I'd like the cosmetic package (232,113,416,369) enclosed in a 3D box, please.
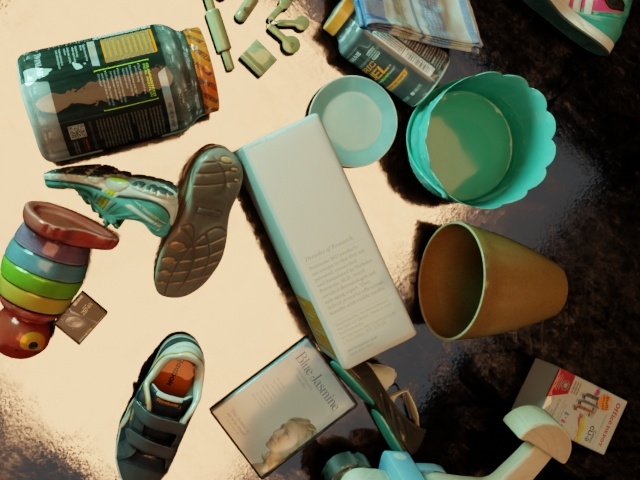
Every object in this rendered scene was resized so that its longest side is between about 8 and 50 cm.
[{"bbox_3d":[0.000,0.000,1.800,0.161,0.230,0.453,-25,96,-9],"label":"cosmetic package"}]

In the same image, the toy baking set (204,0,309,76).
[{"bbox_3d":[-0.135,-0.459,1.860,0.196,0.030,0.256,-23,97,-13],"label":"toy baking set"}]

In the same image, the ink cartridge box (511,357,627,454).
[{"bbox_3d":[0.526,0.350,1.972,0.176,0.127,0.128,26,87,-12],"label":"ink cartridge box"}]

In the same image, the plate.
[{"bbox_3d":[0.065,-0.243,1.908,0.188,0.024,0.188,0,92,-12],"label":"plate"}]

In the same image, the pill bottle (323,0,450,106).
[{"bbox_3d":[0.127,-0.388,1.862,0.245,0.130,0.130,35,85,-10],"label":"pill bottle"}]

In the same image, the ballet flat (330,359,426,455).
[{"bbox_3d":[0.127,0.320,1.914,0.096,0.095,0.280,-40,109,-17],"label":"ballet flat"}]

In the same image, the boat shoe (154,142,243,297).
[{"bbox_3d":[-0.241,-0.040,1.811,0.123,0.116,0.324,18,108,-27],"label":"boat shoe"}]

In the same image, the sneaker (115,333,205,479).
[{"bbox_3d":[-0.314,0.342,1.803,0.126,0.127,0.321,18,90,-13],"label":"sneaker"}]

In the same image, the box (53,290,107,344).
[{"bbox_3d":[-0.468,0.151,1.817,0.067,0.018,0.083,43,84,-10],"label":"box"}]

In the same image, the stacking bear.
[{"bbox_3d":[-0.526,0.088,1.736,0.175,0.164,0.289,15,102,-48],"label":"stacking bear"}]

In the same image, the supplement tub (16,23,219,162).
[{"bbox_3d":[-0.370,-0.279,1.725,0.338,0.207,0.207,-15,95,-10],"label":"supplement tub"}]

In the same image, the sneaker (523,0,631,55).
[{"bbox_3d":[0.539,-0.541,1.941,0.295,0.124,0.178,34,90,-19],"label":"sneaker"}]

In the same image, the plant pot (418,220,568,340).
[{"bbox_3d":[0.367,0.089,1.897,0.254,0.237,0.237,5,91,-26],"label":"plant pot"}]

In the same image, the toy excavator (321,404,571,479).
[{"bbox_3d":[0.240,0.522,1.847,0.445,0.222,0.433,7,106,-19],"label":"toy excavator"}]

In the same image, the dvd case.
[{"bbox_3d":[-0.072,0.342,1.903,0.253,0.022,0.180,-37,98,-8],"label":"dvd case"}]

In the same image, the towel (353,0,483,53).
[{"bbox_3d":[0.185,-0.479,1.840,0.285,0.034,0.209,4,62,-29],"label":"towel"}]

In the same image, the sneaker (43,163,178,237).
[{"bbox_3d":[-0.400,-0.078,1.749,0.275,0.107,0.110,16,108,14],"label":"sneaker"}]

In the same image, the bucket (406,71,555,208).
[{"bbox_3d":[0.312,-0.198,1.880,0.281,0.183,0.281,0,92,-12],"label":"bucket"}]
